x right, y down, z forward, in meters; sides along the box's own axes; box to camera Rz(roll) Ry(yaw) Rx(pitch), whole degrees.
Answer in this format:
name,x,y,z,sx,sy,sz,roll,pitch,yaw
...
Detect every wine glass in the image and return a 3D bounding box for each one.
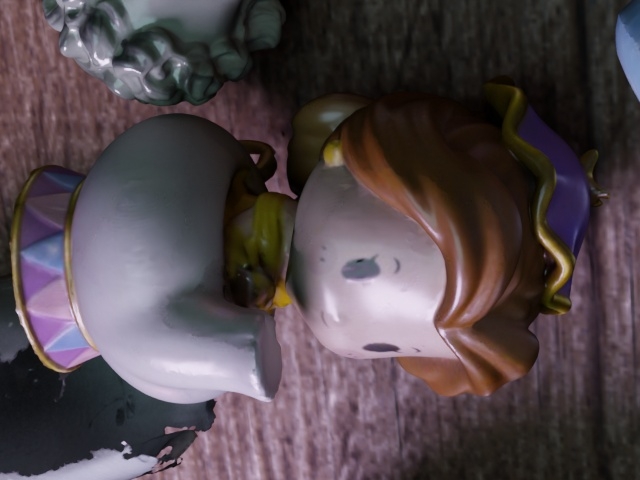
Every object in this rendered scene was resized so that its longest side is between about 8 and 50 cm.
name,x,y,z,sx,sy,sz,roll,pitch,yaw
wine glass,-0.219,0.096,0.788,0.321,0.143,0.143,-16,101,29

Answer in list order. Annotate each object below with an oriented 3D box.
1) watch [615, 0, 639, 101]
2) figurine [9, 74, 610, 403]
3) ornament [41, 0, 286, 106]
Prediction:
name,x,y,z,sx,sy,sz,roll,pitch,yaw
watch,0.237,-0.047,0.494,0.193,0.211,0.211,-33,92,17
figurine,0.000,0.000,0.608,0.263,0.189,0.142,-6,132,12
ornament,-0.064,-0.204,0.611,0.120,0.130,0.285,10,105,5
